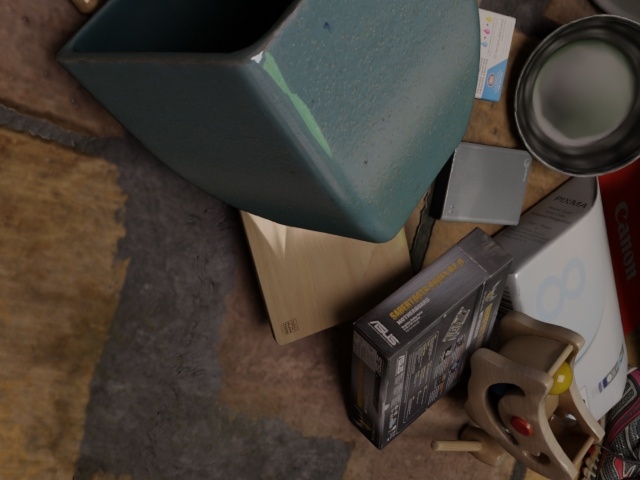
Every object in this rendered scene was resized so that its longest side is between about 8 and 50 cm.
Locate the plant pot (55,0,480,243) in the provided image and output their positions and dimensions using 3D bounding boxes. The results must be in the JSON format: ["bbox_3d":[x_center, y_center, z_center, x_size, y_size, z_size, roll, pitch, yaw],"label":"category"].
[{"bbox_3d":[-0.010,-0.137,0.764,0.248,0.247,0.252,-54,132,-24],"label":"plant pot"}]

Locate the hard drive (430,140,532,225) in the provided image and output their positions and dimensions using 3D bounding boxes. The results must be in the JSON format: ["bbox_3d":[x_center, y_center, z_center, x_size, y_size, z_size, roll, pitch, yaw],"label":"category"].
[{"bbox_3d":[0.195,-0.068,1.092,0.135,0.022,0.094,2,102,-37],"label":"hard drive"}]

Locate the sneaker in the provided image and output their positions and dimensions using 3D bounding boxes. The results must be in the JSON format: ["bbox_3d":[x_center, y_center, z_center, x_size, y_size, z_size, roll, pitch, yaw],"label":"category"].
[{"bbox_3d":[0.461,0.327,1.353,0.120,0.112,0.299,-24,118,-28],"label":"sneaker"}]

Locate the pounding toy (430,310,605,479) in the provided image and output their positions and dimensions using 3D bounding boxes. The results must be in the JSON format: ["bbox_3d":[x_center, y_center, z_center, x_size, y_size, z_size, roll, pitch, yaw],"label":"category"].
[{"bbox_3d":[0.235,0.222,1.066,0.155,0.154,0.270,-45,151,-25],"label":"pounding toy"}]

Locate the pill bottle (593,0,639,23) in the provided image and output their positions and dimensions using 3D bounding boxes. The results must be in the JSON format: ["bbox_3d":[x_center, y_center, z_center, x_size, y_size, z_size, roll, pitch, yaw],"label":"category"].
[{"bbox_3d":[0.440,-0.396,1.089,0.153,0.153,0.265,40,79,-37],"label":"pill bottle"}]

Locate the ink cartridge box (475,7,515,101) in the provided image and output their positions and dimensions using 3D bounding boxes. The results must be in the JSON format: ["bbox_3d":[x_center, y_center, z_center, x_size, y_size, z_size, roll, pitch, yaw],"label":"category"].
[{"bbox_3d":[0.116,-0.202,0.950,0.143,0.090,0.092,2,103,-37],"label":"ink cartridge box"}]

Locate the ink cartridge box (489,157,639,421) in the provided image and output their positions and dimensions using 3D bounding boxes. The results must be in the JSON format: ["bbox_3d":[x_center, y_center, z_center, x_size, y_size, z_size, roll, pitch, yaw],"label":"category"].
[{"bbox_3d":[0.388,0.061,1.231,0.385,0.091,0.308,-33,121,-23],"label":"ink cartridge box"}]

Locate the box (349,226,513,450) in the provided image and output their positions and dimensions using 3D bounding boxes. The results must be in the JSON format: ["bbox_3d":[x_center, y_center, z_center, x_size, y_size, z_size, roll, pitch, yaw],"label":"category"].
[{"bbox_3d":[0.116,0.114,1.004,0.183,0.056,0.231,-37,152,-22],"label":"box"}]

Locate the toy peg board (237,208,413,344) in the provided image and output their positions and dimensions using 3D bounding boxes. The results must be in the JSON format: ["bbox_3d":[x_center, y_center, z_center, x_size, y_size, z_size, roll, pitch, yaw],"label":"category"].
[{"bbox_3d":[0.000,0.000,0.949,0.160,0.079,0.161,-20,115,-13],"label":"toy peg board"}]

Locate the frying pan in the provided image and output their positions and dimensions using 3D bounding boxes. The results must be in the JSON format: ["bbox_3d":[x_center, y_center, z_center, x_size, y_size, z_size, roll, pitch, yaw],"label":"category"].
[{"bbox_3d":[0.380,-0.211,1.089,0.326,0.053,0.197,-35,109,9],"label":"frying pan"}]

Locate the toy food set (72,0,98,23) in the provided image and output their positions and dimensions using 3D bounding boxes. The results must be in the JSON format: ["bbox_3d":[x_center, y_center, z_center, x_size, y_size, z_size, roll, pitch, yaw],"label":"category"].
[{"bbox_3d":[-0.175,-0.194,0.782,0.077,0.019,0.122,-22,116,-30],"label":"toy food set"}]
